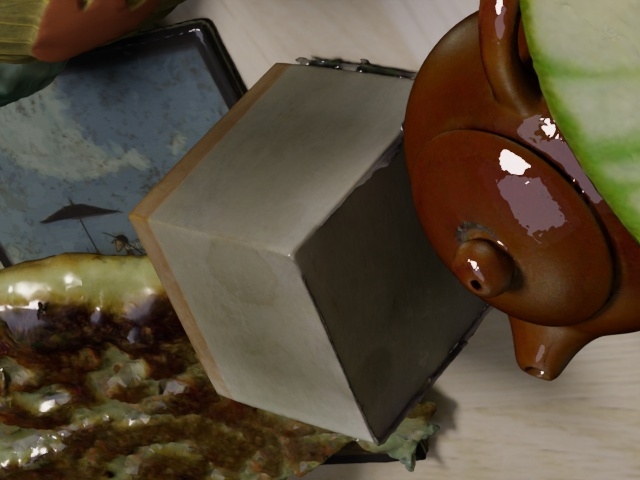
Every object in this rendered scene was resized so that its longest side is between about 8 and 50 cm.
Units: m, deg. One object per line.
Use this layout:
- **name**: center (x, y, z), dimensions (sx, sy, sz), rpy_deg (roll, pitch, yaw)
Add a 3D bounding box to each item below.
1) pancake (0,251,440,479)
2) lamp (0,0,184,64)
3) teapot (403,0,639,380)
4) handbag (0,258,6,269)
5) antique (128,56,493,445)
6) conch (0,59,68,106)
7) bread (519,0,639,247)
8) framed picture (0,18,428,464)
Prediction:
- **pancake**: center (-0.135, 0.116, 1.202), dimensions (0.427, 0.067, 0.305), rpy_deg (-33, 124, 24)
- **lamp**: center (-0.133, -0.222, 0.839), dimensions (0.250, 0.250, 0.284), rpy_deg (27, 120, 27)
- **teapot**: center (0.106, -0.036, 0.864), dimensions (0.178, 0.135, 0.252), rpy_deg (18, 141, 30)
- **handbag**: center (-0.370, -0.078, 1.271), dimensions (0.160, 0.237, 0.358), rpy_deg (-6, 122, 50)
- **antique**: center (0.000, 0.000, 1.012), dimensions (0.148, 0.152, 0.147), rpy_deg (11, 137, 39)
- **conch**: center (-0.211, -0.170, 1.053), dimensions (0.277, 0.195, 0.220), rpy_deg (6, 170, 16)
- **bread**: center (0.246, -0.074, 0.655), dimensions (0.382, 0.129, 0.366), rpy_deg (32, 150, 19)
- **framed picture**: center (-0.103, 0.021, 1.225), dimensions (0.265, 0.016, 0.347), rpy_deg (-6, 123, 35)
